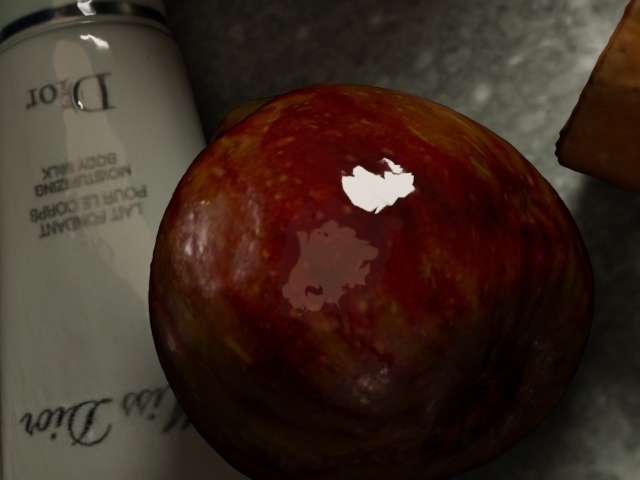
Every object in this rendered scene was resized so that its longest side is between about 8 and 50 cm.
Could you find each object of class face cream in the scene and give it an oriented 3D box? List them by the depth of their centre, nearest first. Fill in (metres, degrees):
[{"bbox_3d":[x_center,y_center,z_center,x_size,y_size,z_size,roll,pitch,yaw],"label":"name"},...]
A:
[{"bbox_3d":[-0.095,0.002,0.712,0.143,0.089,0.314,-13,77,11],"label":"face cream"}]

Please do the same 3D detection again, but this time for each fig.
[{"bbox_3d":[-0.002,0.002,0.625,0.175,0.175,0.207,-44,61,-2],"label":"fig"}]

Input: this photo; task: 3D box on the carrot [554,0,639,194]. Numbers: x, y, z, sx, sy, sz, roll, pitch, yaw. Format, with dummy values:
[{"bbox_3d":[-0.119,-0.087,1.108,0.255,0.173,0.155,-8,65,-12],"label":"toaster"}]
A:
[{"bbox_3d":[0.219,-0.052,0.591,0.225,0.159,0.159,29,80,16],"label":"carrot"}]
